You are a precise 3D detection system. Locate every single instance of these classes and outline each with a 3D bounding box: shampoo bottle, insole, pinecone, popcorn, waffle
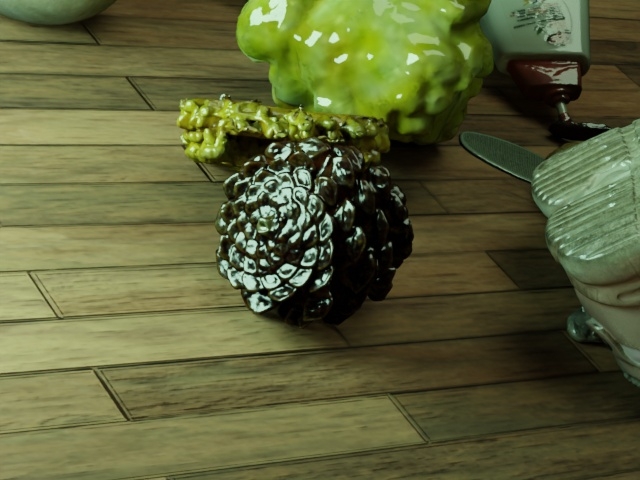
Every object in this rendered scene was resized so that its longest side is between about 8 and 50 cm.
[{"bbox_3d":[0.263,-0.236,2.139,0.153,0.071,0.284,-8,68,-5],"label":"shampoo bottle"},{"bbox_3d":[0.258,-0.070,2.011,0.232,0.003,0.080,20,29,-3],"label":"insole"},{"bbox_3d":[0.005,-0.006,1.588,0.163,0.163,0.165,40,19,29],"label":"pinecone"},{"bbox_3d":[0.051,-0.194,1.877,0.242,0.235,0.250,41,-2,11],"label":"popcorn"},{"bbox_3d":[-0.036,-0.090,1.704,0.193,0.070,0.197,8,1,17],"label":"waffle"}]

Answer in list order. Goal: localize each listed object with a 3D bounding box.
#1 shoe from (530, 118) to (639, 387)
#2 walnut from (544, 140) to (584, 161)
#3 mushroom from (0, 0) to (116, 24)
[{"bbox_3d":[0.303,0.011,1.738,0.198,0.172,0.351,64,21,-17],"label":"shoe"},{"bbox_3d":[0.270,-0.061,1.923,0.083,0.079,0.096,-24,22,-6],"label":"walnut"},{"bbox_3d":[-0.279,-0.331,1.867,0.207,0.215,0.207,10,29,-5],"label":"mushroom"}]
